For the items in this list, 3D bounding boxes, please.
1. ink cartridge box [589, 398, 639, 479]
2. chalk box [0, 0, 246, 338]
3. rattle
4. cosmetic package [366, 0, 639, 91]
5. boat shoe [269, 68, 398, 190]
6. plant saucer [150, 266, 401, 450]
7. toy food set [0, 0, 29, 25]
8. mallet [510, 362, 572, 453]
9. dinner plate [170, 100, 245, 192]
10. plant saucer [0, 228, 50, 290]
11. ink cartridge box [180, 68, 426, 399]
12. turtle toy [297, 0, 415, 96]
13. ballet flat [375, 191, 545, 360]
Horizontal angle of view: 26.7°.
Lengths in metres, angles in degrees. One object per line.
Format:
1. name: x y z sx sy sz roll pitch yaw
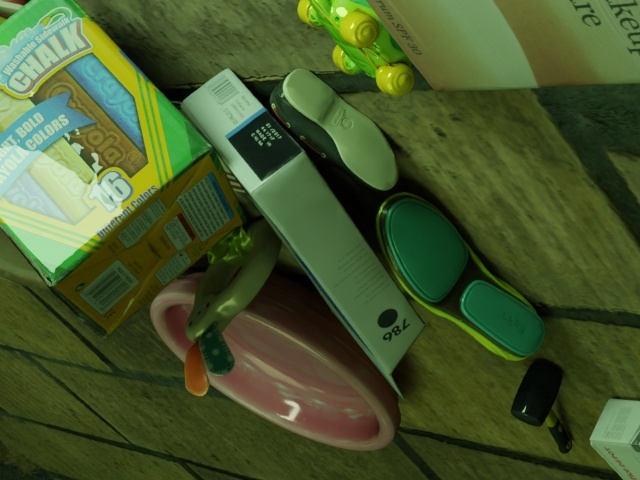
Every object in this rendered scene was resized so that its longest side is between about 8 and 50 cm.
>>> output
1. ink cartridge box: 0.356 0.210 1.354 0.135 0.056 0.099 -2 141 50
2. chalk box: -0.234 -0.090 1.215 0.289 0.179 0.180 48 173 18
3. rattle: -0.130 0.038 1.393 0.130 0.199 0.143 2 144 47
4. cosmetic package: 0.165 -0.175 0.727 0.296 0.129 0.153 2 143 46
5. boat shoe: 0.013 -0.092 1.164 0.133 0.049 0.042 43 150 -10
6. plant saucer: -0.044 0.134 1.631 0.332 0.084 0.332 25 157 12
7. toy food set: -0.328 -0.211 1.312 0.128 0.071 0.218 6 158 -5
8. mallet: 0.244 0.200 1.455 0.039 0.062 0.189 18 154 29
9. dinner plate: -0.106 -0.095 1.332 0.141 0.017 0.141 26 156 12
10. plant saucer: -0.319 -0.041 1.512 0.278 0.041 0.277 7 132 7
11. ink cartridge box: 0.000 0.000 1.260 0.165 0.065 0.332 49 175 46
12. turtle toy: 0.032 -0.166 0.972 0.130 0.066 0.095 50 173 -34
13. ballet flat: 0.118 0.037 1.274 0.231 0.077 0.077 41 168 -26
